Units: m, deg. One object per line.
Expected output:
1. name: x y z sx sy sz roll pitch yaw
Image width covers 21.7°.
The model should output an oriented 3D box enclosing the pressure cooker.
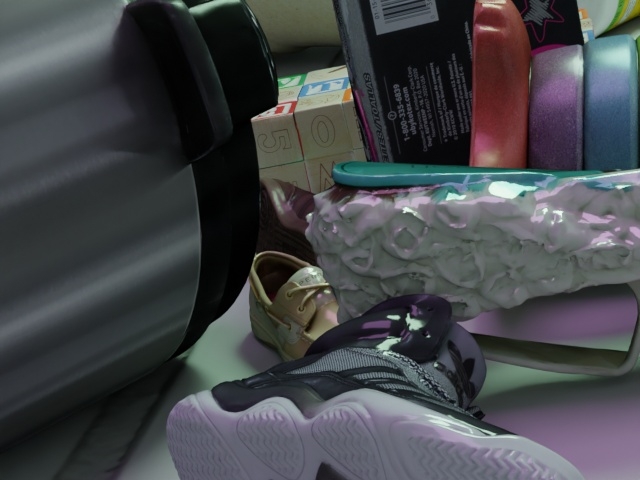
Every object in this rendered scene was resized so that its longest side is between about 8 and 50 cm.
1. pressure cooker: -0.244 -0.046 1.056 0.420 0.375 0.370 -26 53 -35

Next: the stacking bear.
1. stacking bear: 0.246 -0.060 1.084 0.289 0.175 0.164 1 -13 9

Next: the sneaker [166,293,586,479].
1. sneaker: 0.053 0.092 0.840 0.268 0.101 0.153 3 27 46

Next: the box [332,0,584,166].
1. box: 0.102 -0.133 1.240 0.163 0.247 0.142 -15 17 -4

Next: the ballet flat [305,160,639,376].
1. ballet flat: 0.197 0.008 0.945 0.409 0.147 0.147 -4 20 13

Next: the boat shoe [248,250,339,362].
1. boat shoe: -0.006 0.045 1.088 0.063 0.059 0.170 -22 20 -24

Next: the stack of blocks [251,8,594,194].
1. stack of blocks: 0.095 -0.114 1.441 0.297 0.087 0.171 -10 18 9

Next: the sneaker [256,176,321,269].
1. sneaker: 0.000 0.000 1.241 0.071 0.066 0.188 -1 20 -18

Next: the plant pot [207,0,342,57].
1. plant pot: 0.055 -0.341 1.846 0.305 0.334 0.334 15 31 34

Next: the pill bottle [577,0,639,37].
1. pill bottle: 0.323 -0.306 1.775 0.245 0.136 0.136 -28 23 -38
